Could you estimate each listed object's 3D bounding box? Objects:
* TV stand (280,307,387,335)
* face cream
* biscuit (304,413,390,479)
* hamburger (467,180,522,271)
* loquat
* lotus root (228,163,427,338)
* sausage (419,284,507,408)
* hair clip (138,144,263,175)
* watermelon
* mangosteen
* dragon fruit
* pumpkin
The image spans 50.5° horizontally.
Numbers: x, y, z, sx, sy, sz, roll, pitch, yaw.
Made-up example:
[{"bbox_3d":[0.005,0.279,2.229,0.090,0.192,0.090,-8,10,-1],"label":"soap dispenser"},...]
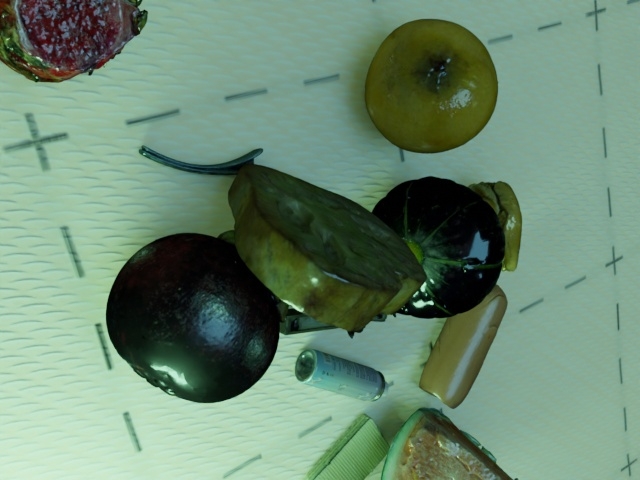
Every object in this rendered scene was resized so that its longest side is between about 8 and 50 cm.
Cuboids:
[{"bbox_3d":[0.026,0.157,1.408,0.257,0.049,0.040,-3,101,-34],"label":"TV stand"},{"bbox_3d":[0.055,0.291,1.435,0.229,0.075,0.075,24,85,-33],"label":"face cream"},{"bbox_3d":[0.061,0.491,1.497,0.199,0.041,0.121,-42,122,-20],"label":"biscuit"},{"bbox_3d":[0.385,-0.034,1.523,0.108,0.214,0.213,-3,103,6],"label":"hamburger"},{"bbox_3d":[0.214,-0.301,1.331,0.263,0.263,0.263,-7,102,-33],"label":"loquat"},{"bbox_3d":[0.000,0.000,1.173,0.111,0.375,0.390,-59,170,21],"label":"lotus root"},{"bbox_3d":[0.337,0.237,1.586,0.121,0.121,0.304,34,80,-33],"label":"sausage"},{"bbox_3d":[-0.209,-0.137,1.206,0.230,0.039,0.070,0,100,-32],"label":"hair clip"},{"bbox_3d":[0.283,0.494,1.565,0.319,0.292,0.222,-14,74,7],"label":"watermelon"},{"bbox_3d":[-0.194,0.111,1.111,0.300,0.300,0.300,-7,102,-33],"label":"mangosteen"},{"bbox_3d":[-0.375,-0.345,0.994,0.282,0.147,0.211,-27,112,-26],"label":"dragon fruit"},{"bbox_3d":[0.244,0.011,1.397,0.296,0.296,0.295,-7,102,-33],"label":"pumpkin"}]
